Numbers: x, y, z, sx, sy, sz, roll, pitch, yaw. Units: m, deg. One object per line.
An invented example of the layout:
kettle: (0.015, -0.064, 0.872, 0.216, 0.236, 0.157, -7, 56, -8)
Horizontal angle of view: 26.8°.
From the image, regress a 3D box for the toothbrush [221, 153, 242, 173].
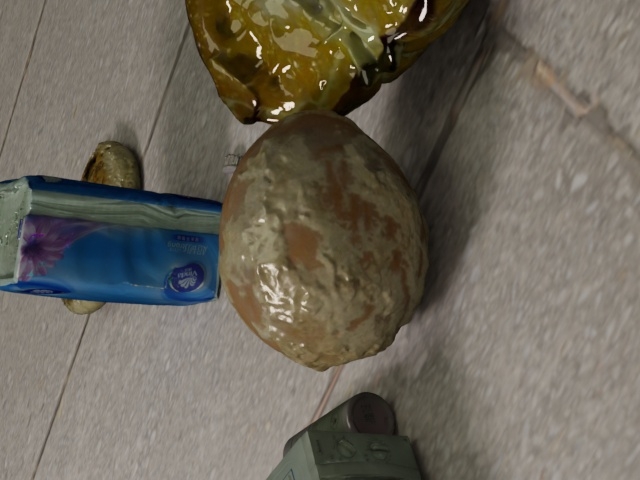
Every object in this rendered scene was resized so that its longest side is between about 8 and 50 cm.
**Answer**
toothbrush: (-0.057, -0.095, 1.585, 0.257, 0.018, 0.024, 1, 78, 61)

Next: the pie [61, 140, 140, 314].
pie: (-0.339, -0.021, 2.033, 0.274, 0.055, 0.274, -35, 48, 52)

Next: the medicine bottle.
medicine bottle: (0.001, 0.212, 1.365, 0.199, 0.057, 0.058, -40, 50, 50)

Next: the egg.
egg: (0.000, 0.000, 1.267, 0.203, 0.203, 0.245, 4, 104, 61)

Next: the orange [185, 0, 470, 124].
orange: (0.022, -0.287, 1.275, 0.271, 0.210, 0.369, 47, 138, 2)

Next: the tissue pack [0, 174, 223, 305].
tissue pack: (-0.283, 0.004, 1.708, 0.198, 0.263, 0.146, -4, 80, 60)

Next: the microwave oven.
microwave oven: (0.029, 0.299, 1.228, 0.162, 0.122, 0.208, -55, 39, 40)
